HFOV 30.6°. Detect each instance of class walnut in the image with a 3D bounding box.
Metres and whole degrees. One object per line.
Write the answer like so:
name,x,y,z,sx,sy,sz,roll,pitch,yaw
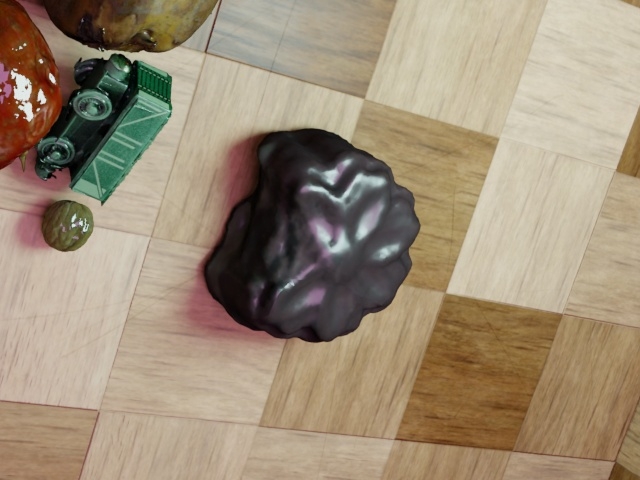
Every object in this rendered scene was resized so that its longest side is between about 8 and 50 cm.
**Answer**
walnut,-0.416,-0.024,1.924,0.092,0.092,0.092,-10,113,-26

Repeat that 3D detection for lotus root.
lotus root,-0.288,-0.376,1.772,0.272,0.272,0.192,10,115,-32

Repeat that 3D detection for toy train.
toy train,-0.347,-0.186,1.835,0.154,0.115,0.269,20,129,-32

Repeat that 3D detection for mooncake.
mooncake,0.000,0.000,2.098,0.350,0.212,0.381,-2,111,-35

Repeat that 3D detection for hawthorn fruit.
hawthorn fruit,-0.501,-0.238,1.703,0.262,0.258,0.258,44,83,-5
